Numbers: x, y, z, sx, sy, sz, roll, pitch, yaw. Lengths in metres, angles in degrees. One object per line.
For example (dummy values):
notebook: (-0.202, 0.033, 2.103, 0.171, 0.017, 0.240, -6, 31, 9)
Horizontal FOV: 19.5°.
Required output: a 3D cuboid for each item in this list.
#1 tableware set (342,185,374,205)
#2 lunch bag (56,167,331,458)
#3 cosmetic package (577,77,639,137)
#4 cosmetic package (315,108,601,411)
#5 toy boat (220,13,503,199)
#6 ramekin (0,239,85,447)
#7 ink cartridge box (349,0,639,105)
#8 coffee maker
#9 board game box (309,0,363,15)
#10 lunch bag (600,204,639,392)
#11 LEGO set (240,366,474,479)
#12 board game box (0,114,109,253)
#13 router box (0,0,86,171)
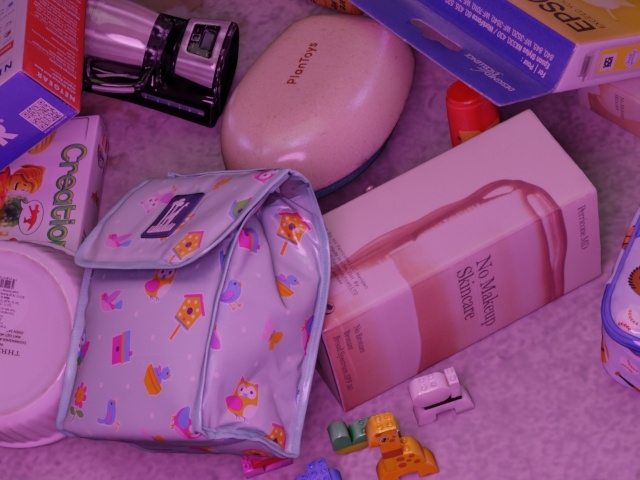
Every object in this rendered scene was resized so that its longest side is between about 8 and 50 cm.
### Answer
tableware set: (0.000, 0.000, 1.852, 0.168, 0.141, 0.020, -27, 78, -3)
lunch bag: (-0.114, 0.059, 1.693, 0.223, 0.160, 0.262, -4, 75, 47)
cosmetic package: (0.324, -0.148, 1.941, 0.041, 0.060, 0.115, -42, 53, -19)
cosmetic package: (0.113, 0.020, 1.794, 0.296, 0.153, 0.129, -29, 53, -9)
toy boat: (0.053, -0.113, 1.937, 0.318, 0.148, 0.267, 11, 49, 30)
ramekin: (-0.301, 0.095, 1.798, 0.207, 0.109, 0.207, -2, 80, 10)
ink cartridge box: (0.212, -0.252, 1.946, 0.307, 0.072, 0.303, -11, 36, -37)
coffee maker: (-0.183, -0.203, 2.055, 0.178, 0.171, 0.120, 17, 88, 1)
board game box: (-0.038, -0.545, 2.152, 0.356, 0.356, 0.356, 22, 59, 28)
lunch bag: (0.411, 0.028, 1.746, 0.243, 0.115, 0.303, 17, 58, 22)
LEGO set: (0.036, 0.181, 1.716, 0.227, 0.093, 0.087, -18, 50, -2)
board game box: (-0.338, 0.000, 1.975, 0.192, 0.053, 0.305, -4, 51, 9)
router box: (-0.395, -0.173, 1.995, 0.335, 0.082, 0.301, -32, 40, 27)
